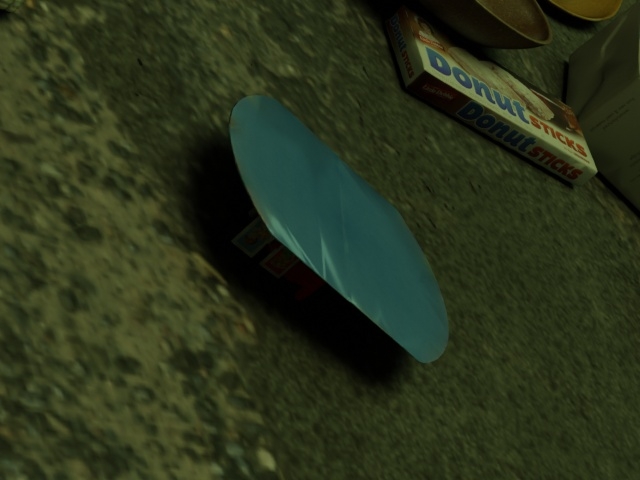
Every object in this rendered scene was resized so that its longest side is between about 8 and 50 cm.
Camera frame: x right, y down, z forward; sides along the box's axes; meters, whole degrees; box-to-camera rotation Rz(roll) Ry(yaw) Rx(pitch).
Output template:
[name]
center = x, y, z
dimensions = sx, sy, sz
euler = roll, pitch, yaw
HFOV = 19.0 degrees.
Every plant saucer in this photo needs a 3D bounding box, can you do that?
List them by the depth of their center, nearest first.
[plant saucer]
center = 0.079, -0.197, 1.318
dimensions = 0.198, 0.036, 0.198
euler = 40, 20, -18

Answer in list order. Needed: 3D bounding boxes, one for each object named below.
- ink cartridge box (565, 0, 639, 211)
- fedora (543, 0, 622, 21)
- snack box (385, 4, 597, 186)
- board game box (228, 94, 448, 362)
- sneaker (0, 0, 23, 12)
[ink cartridge box]
center = 0.287, -0.054, 1.427
dimensions = 0.231, 0.078, 0.134
euler = 42, 29, -17
[fedora]
center = 0.208, -0.271, 1.530
dimensions = 0.194, 0.079, 0.194
euler = 23, 53, -34
[snack box]
center = 0.116, -0.095, 1.286
dimensions = 0.178, 0.022, 0.064
euler = 26, 36, -38
[board game box]
center = 0.000, 0.000, 0.997
dimensions = 0.168, 0.033, 0.133
euler = 41, 24, -27
[sneaker]
center = -0.153, -0.189, 0.953
dimensions = 0.063, 0.073, 0.162
euler = 23, 39, -41
